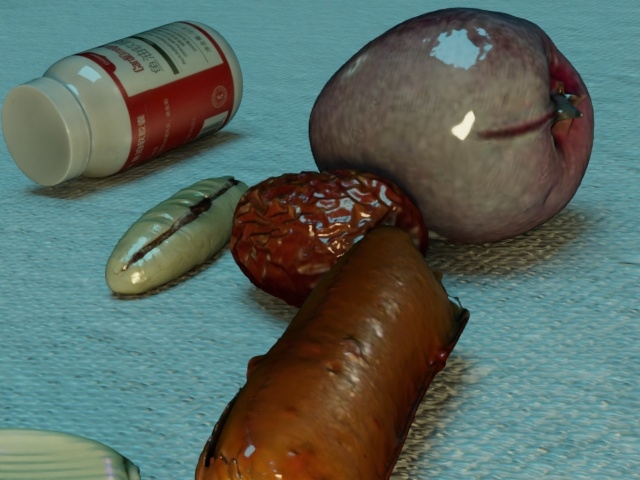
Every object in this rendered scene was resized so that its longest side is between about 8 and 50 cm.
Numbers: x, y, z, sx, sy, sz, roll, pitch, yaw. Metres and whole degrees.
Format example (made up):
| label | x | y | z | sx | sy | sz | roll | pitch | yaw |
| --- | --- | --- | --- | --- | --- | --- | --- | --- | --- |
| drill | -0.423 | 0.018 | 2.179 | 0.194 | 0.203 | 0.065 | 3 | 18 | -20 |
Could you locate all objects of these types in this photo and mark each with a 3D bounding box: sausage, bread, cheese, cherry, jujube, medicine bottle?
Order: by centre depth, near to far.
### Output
| label | x | y | z | sx | sy | sz | roll | pitch | yaw |
| --- | --- | --- | --- | --- | --- | --- | --- | --- | --- |
| cheese | -0.206 | 0.144 | 0.791 | 0.227 | 0.064 | 0.137 | 3 | 17 | -13 |
| sausage | 0.010 | 0.084 | 0.894 | 0.102 | 0.102 | 0.330 | -1 | 21 | 19 |
| jujube | 0.000 | 0.000 | 1.148 | 0.112 | 0.109 | 0.176 | 23 | -11 | -34 |
| cherry | 0.113 | -0.090 | 1.213 | 0.266 | 0.184 | 0.213 | 1 | -18 | 31 |
| bread | -0.115 | -0.013 | 1.302 | 0.073 | 0.053 | 0.214 | 4 | 21 | 22 |
| medicine bottle | -0.204 | -0.145 | 1.603 | 0.131 | 0.131 | 0.250 | 8 | 24 | 40 |
